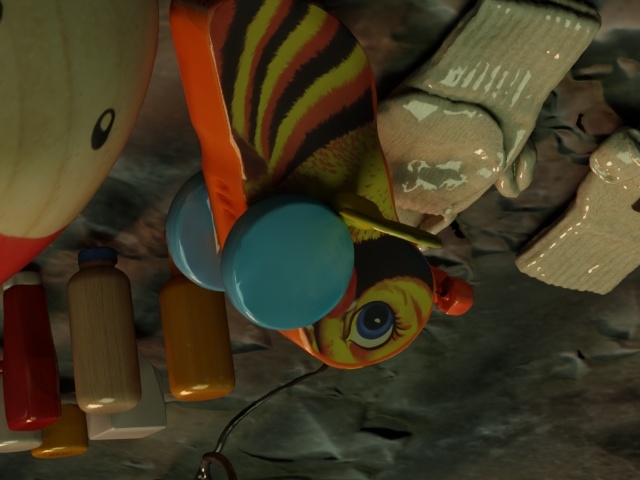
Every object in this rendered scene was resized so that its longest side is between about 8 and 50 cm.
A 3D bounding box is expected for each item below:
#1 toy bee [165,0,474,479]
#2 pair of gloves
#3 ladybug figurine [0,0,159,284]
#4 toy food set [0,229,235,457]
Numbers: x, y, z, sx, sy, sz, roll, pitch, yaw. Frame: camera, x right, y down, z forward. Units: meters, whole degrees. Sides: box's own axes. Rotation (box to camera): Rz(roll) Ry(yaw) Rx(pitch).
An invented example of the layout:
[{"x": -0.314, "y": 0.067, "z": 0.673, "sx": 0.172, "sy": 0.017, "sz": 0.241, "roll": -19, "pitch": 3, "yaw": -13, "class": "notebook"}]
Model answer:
[{"x": 0.000, "y": 0.000, "z": 0.971, "sx": 0.162, "sy": 0.195, "sz": 0.298, "roll": -10, "pitch": 130, "yaw": -26, "class": "toy bee"}, {"x": 0.135, "y": -0.043, "z": 1.037, "sx": 0.240, "sy": 0.042, "sz": 0.204, "roll": 19, "pitch": 138, "yaw": -27, "class": "pair of gloves"}, {"x": -0.285, "y": -0.036, "z": 0.900, "sx": 0.449, "sy": 0.162, "sz": 0.305, "roll": -24, "pitch": 140, "yaw": 25, "class": "ladybug figurine"}, {"x": -0.150, "y": 0.068, "z": 1.140, "sx": 0.111, "sy": 0.104, "sz": 0.232, "roll": 1, "pitch": 164, "yaw": -30, "class": "toy food set"}]
